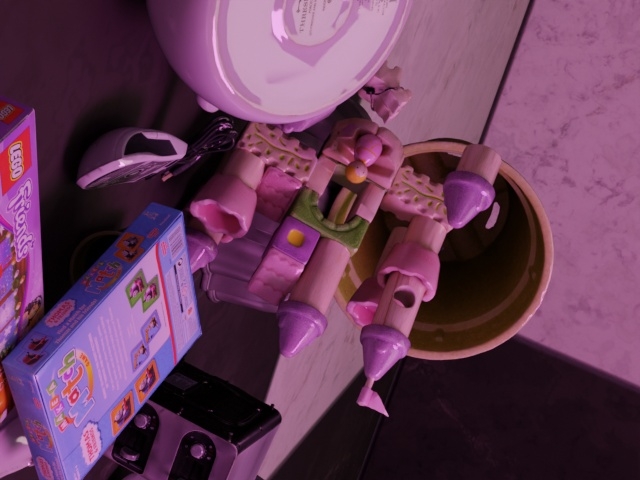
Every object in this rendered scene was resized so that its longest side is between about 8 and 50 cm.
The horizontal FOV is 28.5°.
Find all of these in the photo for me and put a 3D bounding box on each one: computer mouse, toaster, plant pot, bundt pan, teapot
[{"bbox_3d":[-0.160,-0.083,1.153,0.106,0.042,0.193,-24,177,22],"label":"computer mouse"},{"bbox_3d":[-0.152,0.225,1.495,0.110,0.168,0.186,-67,166,14],"label":"toaster"},{"bbox_3d":[0.156,-0.019,1.624,0.254,0.276,0.276,-64,173,-72],"label":"plant pot"},{"bbox_3d":[-0.024,-0.050,1.629,0.331,0.124,0.331,-60,165,-29],"label":"bundt pan"},{"bbox_3d":[-0.054,-0.239,1.077,0.256,0.187,0.252,-50,140,2],"label":"teapot"},{"bbox_3d":[-0.189,0.022,1.211,0.079,0.083,0.083,-64,173,-74],"label":"plant pot"}]

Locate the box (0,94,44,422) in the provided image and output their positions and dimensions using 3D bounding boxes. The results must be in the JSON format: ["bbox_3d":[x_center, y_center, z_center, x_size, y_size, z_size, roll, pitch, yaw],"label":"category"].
[{"bbox_3d":[-0.282,0.059,0.923,0.293,0.057,0.201,100,18,-45],"label":"box"}]

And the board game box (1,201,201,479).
[{"bbox_3d":[-0.181,0.092,1.096,0.211,0.039,0.160,-53,152,-39],"label":"board game box"}]

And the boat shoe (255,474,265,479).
[{"bbox_3d":[-0.132,0.316,1.626,0.083,0.226,0.076,37,84,-45],"label":"boat shoe"}]

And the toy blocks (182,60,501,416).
[{"bbox_3d":[0.000,0.000,1.304,0.260,0.288,0.309,-64,-171,-28],"label":"toy blocks"}]

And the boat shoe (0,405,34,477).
[{"bbox_3d":[-0.249,0.159,1.158,0.267,0.088,0.096,-39,150,-64],"label":"boat shoe"}]

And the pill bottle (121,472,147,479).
[{"bbox_3d":[-0.228,0.378,1.583,0.103,0.103,0.184,-52,161,-49],"label":"pill bottle"}]
